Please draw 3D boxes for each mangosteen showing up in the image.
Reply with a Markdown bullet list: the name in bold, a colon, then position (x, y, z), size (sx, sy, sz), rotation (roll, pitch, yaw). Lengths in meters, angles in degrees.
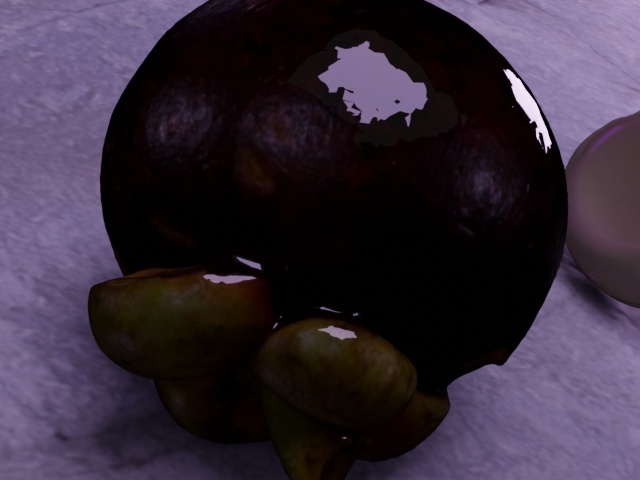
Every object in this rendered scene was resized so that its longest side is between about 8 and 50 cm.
- **mangosteen**: position (0.000, 0.000, 0.899), size (0.307, 0.307, 0.346), rotation (17, 64, -3)

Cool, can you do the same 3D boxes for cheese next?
- **cheese**: position (0.297, 0.012, 1.149), size (0.082, 0.163, 0.286), rotation (45, 21, -46)
